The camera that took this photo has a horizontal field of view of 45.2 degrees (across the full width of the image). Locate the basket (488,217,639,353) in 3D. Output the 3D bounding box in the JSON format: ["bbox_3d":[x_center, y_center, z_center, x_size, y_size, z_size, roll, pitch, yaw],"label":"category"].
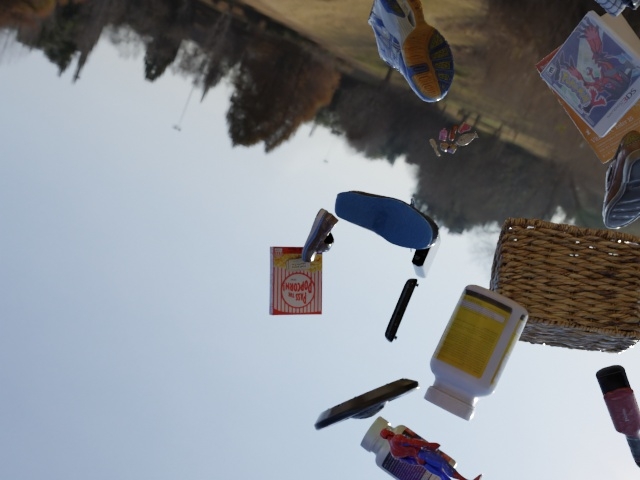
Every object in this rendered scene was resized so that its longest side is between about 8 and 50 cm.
[{"bbox_3d":[0.508,0.101,1.616,0.299,0.222,0.213,7,162,8],"label":"basket"}]

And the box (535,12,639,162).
[{"bbox_3d":[0.806,-0.428,2.141,0.168,0.215,0.345,-33,-92,-38],"label":"box"}]

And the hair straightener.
[{"bbox_3d":[0.442,0.248,1.100,0.230,0.047,0.089,52,-156,-34],"label":"hair straightener"}]

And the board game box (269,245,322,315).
[{"bbox_3d":[-0.069,0.113,2.163,0.147,0.193,0.045,0,179,-19],"label":"board game box"}]

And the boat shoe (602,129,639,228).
[{"bbox_3d":[0.814,-0.159,2.036,0.111,0.307,0.104,-5,-128,-4],"label":"boat shoe"}]

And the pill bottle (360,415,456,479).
[{"bbox_3d":[0.187,0.469,1.668,0.194,0.108,0.108,32,-166,17],"label":"pill bottle"}]

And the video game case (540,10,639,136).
[{"bbox_3d":[0.588,-0.352,1.637,0.023,0.183,0.201,-22,-114,-37],"label":"video game case"}]

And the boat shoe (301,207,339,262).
[{"bbox_3d":[0.000,0.000,2.057,0.066,0.183,0.066,27,-136,8],"label":"boat shoe"}]

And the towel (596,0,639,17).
[{"bbox_3d":[0.578,-0.602,1.443,0.235,0.283,0.121,32,173,-27],"label":"towel"}]

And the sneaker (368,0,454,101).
[{"bbox_3d":[0.192,-0.411,1.658,0.112,0.131,0.296,-11,-111,-21],"label":"sneaker"}]

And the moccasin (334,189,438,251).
[{"bbox_3d":[0.193,-0.074,2.103,0.342,0.137,0.117,29,-160,38],"label":"moccasin"}]

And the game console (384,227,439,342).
[{"bbox_3d":[0.273,0.134,2.273,0.044,0.361,0.213,22,173,14],"label":"game console"}]

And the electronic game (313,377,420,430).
[{"bbox_3d":[0.094,0.333,1.549,0.229,0.229,0.048,2,-118,-61],"label":"electronic game"}]

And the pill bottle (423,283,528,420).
[{"bbox_3d":[0.223,0.165,1.130,0.103,0.184,0.103,26,175,3],"label":"pill bottle"}]

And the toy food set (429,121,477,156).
[{"bbox_3d":[0.364,-0.281,2.100,0.078,0.122,0.019,56,-174,-22],"label":"toy food set"}]

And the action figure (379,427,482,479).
[{"bbox_3d":[0.111,0.225,0.794,0.115,0.038,0.030,24,-135,26],"label":"action figure"}]
